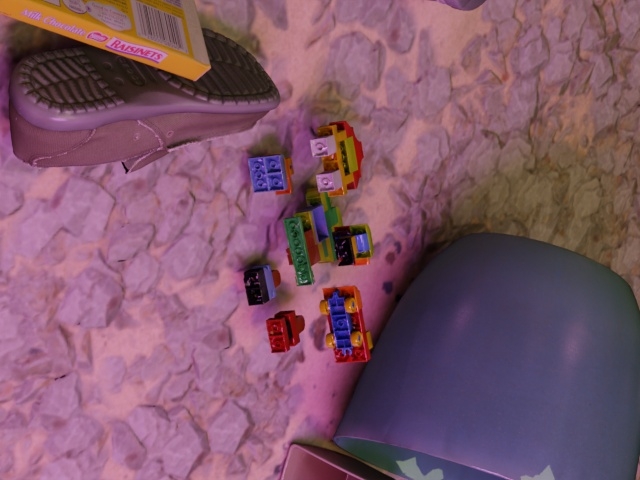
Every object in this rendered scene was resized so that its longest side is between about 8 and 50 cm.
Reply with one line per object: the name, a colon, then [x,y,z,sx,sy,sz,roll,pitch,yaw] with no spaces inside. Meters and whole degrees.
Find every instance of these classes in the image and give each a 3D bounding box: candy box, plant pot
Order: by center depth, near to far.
candy box: [-0.173,-0.190,1.001,0.206,0.105,0.027,15,138,-44]
plant pot: [0.187,0.132,1.331,0.293,0.293,0.235,33,71,-44]
plant pot: [0.024,0.270,1.365,0.096,0.109,0.109,4,105,-56]

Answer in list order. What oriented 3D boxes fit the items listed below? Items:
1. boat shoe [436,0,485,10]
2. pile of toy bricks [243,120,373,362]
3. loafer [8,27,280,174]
boat shoe: [0.132,-0.367,1.195,0.118,0.103,0.320,-4,110,-58]
pile of toy bricks: [0.000,0.000,1.242,0.105,0.118,0.212,-29,112,-64]
loafer: [-0.143,-0.108,1.078,0.251,0.094,0.087,-9,147,-41]
